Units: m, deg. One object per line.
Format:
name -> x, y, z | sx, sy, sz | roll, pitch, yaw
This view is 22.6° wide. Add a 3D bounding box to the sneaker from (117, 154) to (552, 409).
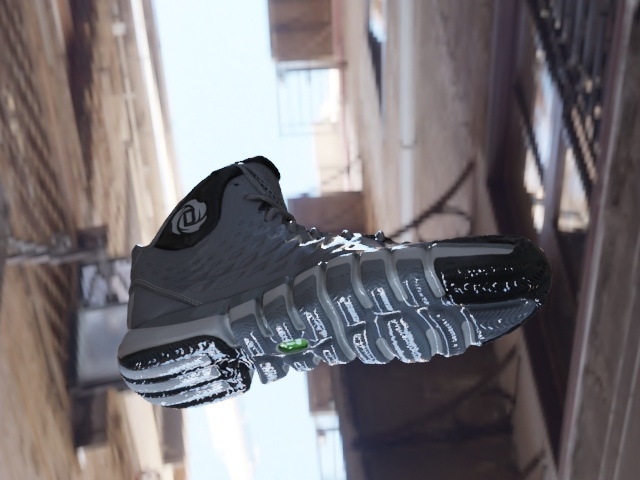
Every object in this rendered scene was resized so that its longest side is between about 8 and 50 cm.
sneaker -> 0.000, 0.000, 0.846 | 0.228, 0.086, 0.132 | -12, -128, 6
